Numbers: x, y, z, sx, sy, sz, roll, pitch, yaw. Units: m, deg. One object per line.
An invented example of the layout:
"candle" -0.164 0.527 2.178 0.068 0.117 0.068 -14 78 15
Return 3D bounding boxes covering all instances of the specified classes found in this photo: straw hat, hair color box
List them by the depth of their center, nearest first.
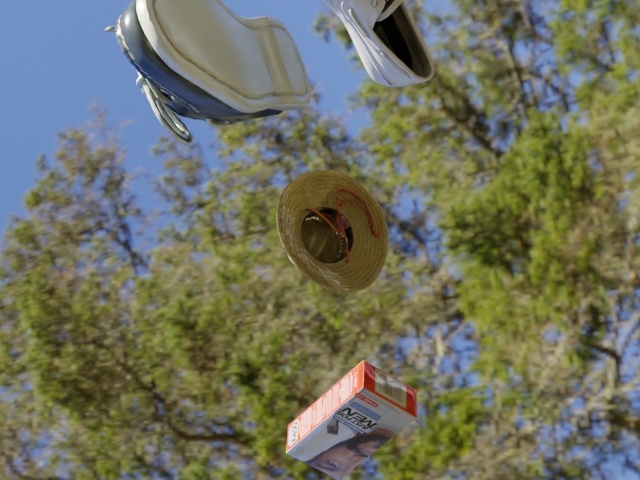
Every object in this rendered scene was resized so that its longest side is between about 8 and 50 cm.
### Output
"straw hat" 0.000 0.000 1.336 0.144 0.061 0.144 16 -120 -29
"hair color box" 0.040 0.240 1.687 0.093 0.167 0.053 30 -143 -21

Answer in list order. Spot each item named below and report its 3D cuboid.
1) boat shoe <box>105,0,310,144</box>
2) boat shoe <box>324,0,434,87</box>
"boat shoe" -0.080 -0.118 0.852 0.095 0.079 0.254 70 -164 -1
"boat shoe" 0.067 -0.313 1.683 0.096 0.088 0.267 -45 -59 -28
